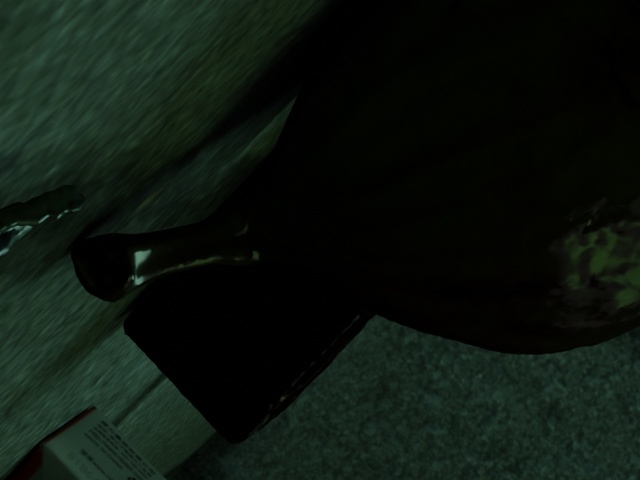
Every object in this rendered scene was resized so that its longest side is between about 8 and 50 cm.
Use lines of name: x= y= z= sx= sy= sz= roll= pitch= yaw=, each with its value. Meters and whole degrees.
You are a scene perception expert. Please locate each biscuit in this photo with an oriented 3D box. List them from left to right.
biscuit: x=0.000 y=0.000 z=1.108 sx=0.252 sy=0.106 sz=0.070 roll=-47 pitch=173 yaw=21

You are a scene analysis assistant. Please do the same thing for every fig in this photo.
fig: x=0.032 y=-0.037 z=0.899 sx=0.320 sy=0.217 sz=0.217 roll=-13 pitch=164 yaw=-19

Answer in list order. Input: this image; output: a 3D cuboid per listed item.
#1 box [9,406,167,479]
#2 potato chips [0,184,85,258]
box: x=-0.152 y=0.230 z=1.364 sx=0.133 sy=0.182 sz=0.099 roll=-50 pitch=174 yaw=26
potato chips: x=-0.151 y=0.030 z=0.572 sx=0.092 sy=0.028 sz=0.207 roll=-46 pitch=174 yaw=31
